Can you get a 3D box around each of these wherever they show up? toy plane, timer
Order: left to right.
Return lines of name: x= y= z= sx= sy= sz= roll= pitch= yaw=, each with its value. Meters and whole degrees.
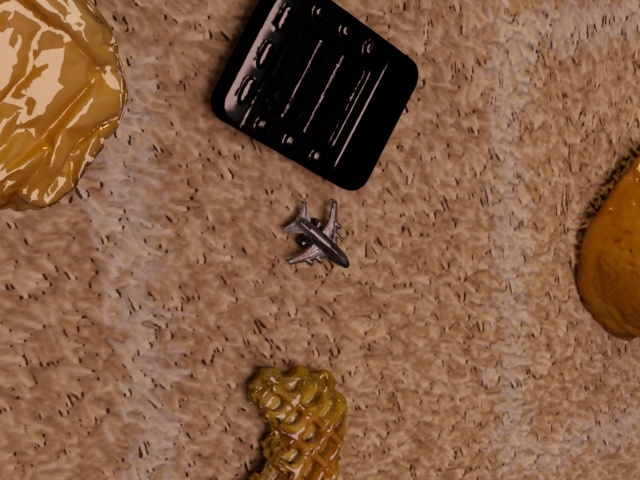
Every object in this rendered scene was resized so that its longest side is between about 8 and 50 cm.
timer: x=-0.004 y=-0.143 z=0.937 sx=0.187 sy=0.055 sz=0.144 roll=27 pitch=90 yaw=-39
toy plane: x=0.000 y=0.000 z=0.991 sx=0.078 sy=0.031 sz=0.083 roll=-52 pitch=124 yaw=-9

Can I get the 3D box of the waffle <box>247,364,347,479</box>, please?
waffle: x=-0.042 y=0.222 z=1.018 sx=0.149 sy=0.051 sz=0.194 roll=5 pitch=101 yaw=-35

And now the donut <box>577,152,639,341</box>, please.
donut: x=0.450 y=0.004 z=1.231 sx=0.278 sy=0.108 sz=0.277 roll=-9 pitch=108 yaw=-30

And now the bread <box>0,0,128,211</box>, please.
bread: x=-0.263 y=-0.136 z=0.720 sx=0.179 sy=0.133 sz=0.250 roll=-50 pitch=122 yaw=-8
